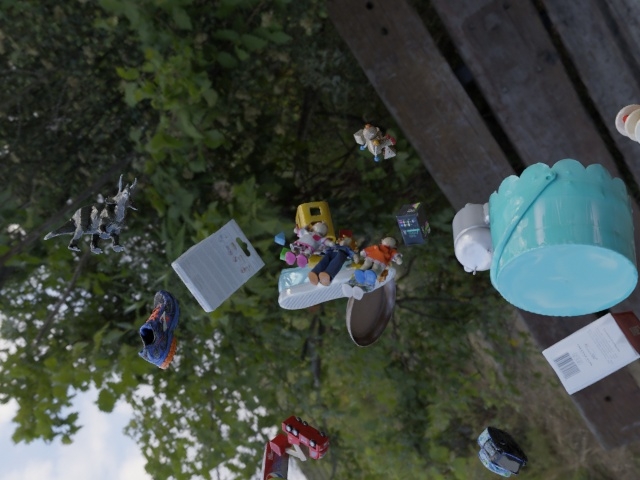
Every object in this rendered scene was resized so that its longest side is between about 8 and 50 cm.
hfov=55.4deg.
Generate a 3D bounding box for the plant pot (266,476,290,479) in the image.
[{"bbox_3d":[-0.084,0.868,1.900,0.254,0.276,0.276,5,135,52],"label":"plant pot"}]

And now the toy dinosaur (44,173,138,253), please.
[{"bbox_3d":[-0.628,-0.051,1.724,0.121,0.314,0.160,44,-145,-51],"label":"toy dinosaur"}]

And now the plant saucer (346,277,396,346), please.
[{"bbox_3d":[0.187,0.250,2.326,0.050,0.310,0.310,16,153,37],"label":"plant saucer"}]

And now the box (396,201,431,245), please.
[{"bbox_3d":[0.225,-0.040,1.469,0.062,0.052,0.083,-53,-52,-49],"label":"box"}]

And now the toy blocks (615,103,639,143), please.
[{"bbox_3d":[0.522,-0.212,0.951,0.054,0.123,0.148,35,-159,-3],"label":"toy blocks"}]

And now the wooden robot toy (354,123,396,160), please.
[{"bbox_3d":[0.138,-0.269,1.558,0.079,0.076,0.173,63,174,-33],"label":"wooden robot toy"}]

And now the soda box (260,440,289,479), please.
[{"bbox_3d":[-0.166,0.845,2.172,0.263,0.092,0.083,-89,12,-64],"label":"soda box"}]

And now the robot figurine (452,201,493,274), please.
[{"bbox_3d":[0.650,-0.014,2.510,0.353,0.200,0.299,-78,-2,-52],"label":"robot figurine"}]

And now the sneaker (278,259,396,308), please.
[{"bbox_3d":[0.038,0.090,1.836,0.135,0.366,0.150,59,-160,-60],"label":"sneaker"}]

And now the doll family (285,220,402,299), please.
[{"bbox_3d":[0.058,0.044,1.329,0.263,0.163,0.118,14,129,26],"label":"doll family"}]

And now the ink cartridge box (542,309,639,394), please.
[{"bbox_3d":[0.787,0.275,1.637,0.310,0.272,0.130,7,-130,-54],"label":"ink cartridge box"}]

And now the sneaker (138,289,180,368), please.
[{"bbox_3d":[-0.419,0.219,1.576,0.087,0.083,0.221,24,-141,-34],"label":"sneaker"}]

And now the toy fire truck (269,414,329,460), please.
[{"bbox_3d":[-0.058,0.556,1.671,0.192,0.047,0.135,20,123,37],"label":"toy fire truck"}]

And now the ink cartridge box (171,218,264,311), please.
[{"bbox_3d":[-0.311,0.076,1.873,0.066,0.232,0.189,-10,119,52],"label":"ink cartridge box"}]

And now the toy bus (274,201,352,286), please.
[{"bbox_3d":[-0.008,-0.010,1.686,0.202,0.191,0.104,32,152,10],"label":"toy bus"}]

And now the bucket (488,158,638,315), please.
[{"bbox_3d":[0.452,0.006,1.151,0.281,0.281,0.183,57,-146,-44],"label":"bucket"}]

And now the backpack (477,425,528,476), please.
[{"bbox_3d":[0.458,0.542,1.571,0.105,0.084,0.114,26,-162,-18],"label":"backpack"}]
